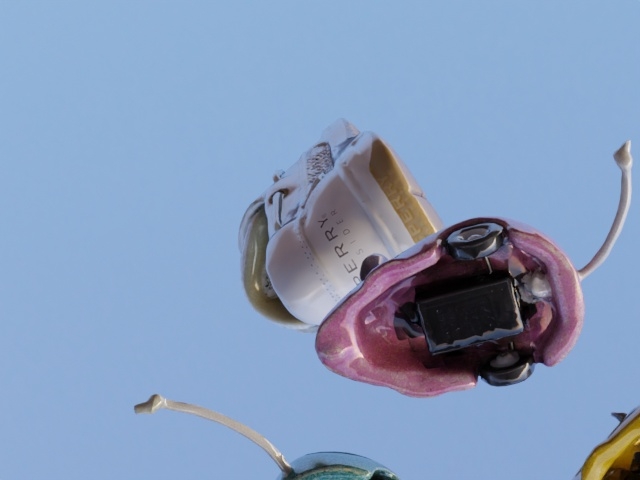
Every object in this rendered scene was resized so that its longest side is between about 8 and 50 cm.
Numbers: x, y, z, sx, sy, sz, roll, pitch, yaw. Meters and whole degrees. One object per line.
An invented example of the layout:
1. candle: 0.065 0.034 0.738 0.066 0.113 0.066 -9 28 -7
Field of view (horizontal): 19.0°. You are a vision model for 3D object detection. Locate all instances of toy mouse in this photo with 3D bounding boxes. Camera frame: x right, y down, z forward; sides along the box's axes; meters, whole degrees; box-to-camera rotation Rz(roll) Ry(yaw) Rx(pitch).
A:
1. toy mouse: 0.027 0.046 0.463 0.143 0.161 0.031 7 -159 2

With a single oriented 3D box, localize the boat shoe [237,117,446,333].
1. boat shoe: 0.000 0.000 0.968 0.096 0.277 0.098 -33 -91 -1
